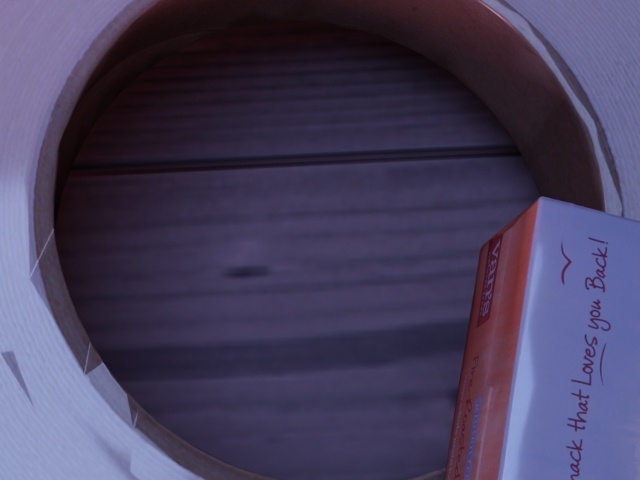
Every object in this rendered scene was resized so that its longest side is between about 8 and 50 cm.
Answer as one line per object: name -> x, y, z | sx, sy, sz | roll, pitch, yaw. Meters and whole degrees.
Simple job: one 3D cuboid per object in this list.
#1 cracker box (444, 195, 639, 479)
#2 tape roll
cracker box -> 0.156, 0.091, 0.550 | 0.232, 0.067, 0.156 | 14, 73, -10
tape roll -> 0.000, 0.000, 0.623 | 0.391, 0.072, 0.392 | 3, 73, -9
